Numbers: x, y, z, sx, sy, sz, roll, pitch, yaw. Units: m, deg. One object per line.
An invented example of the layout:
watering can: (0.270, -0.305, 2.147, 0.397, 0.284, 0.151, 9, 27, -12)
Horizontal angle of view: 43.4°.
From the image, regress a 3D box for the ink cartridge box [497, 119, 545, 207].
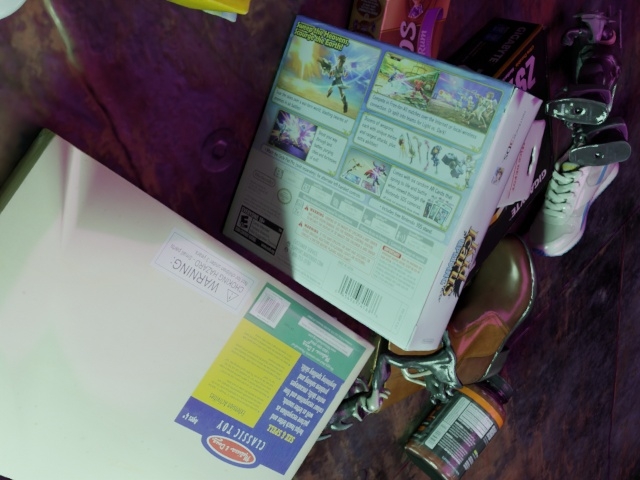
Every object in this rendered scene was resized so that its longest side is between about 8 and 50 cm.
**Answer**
ink cartridge box: (0.182, -0.092, 0.917, 0.180, 0.060, 0.104, -12, 117, -49)

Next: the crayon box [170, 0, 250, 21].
crayon box: (-0.133, -0.293, 0.572, 0.323, 0.083, 0.203, 4, 102, -49)

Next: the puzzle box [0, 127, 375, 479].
puzzle box: (-0.159, 0.121, 0.754, 0.409, 0.052, 0.272, 37, 84, -34)

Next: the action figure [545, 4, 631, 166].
action figure: (0.383, -0.222, 1.139, 0.285, 0.099, 0.185, -63, 141, -51)

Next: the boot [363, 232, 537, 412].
boot: (0.190, 0.119, 1.224, 0.280, 0.096, 0.264, -5, 124, -38)

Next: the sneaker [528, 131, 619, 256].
sneaker: (0.403, -0.077, 1.317, 0.229, 0.087, 0.092, -57, 135, -15)

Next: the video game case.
video game case: (0.043, -0.064, 0.776, 0.061, 0.269, 0.244, 5, 110, -50)

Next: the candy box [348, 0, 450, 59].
candy box: (0.084, -0.236, 0.887, 0.109, 0.053, 0.187, -10, 119, -44)

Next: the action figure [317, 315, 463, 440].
action figure: (0.031, 0.170, 1.016, 0.275, 0.141, 0.164, -15, 165, 4)

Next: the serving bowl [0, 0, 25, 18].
serving bowl: (-0.241, -0.197, 0.577, 0.083, 0.027, 0.083, -27, 131, -36)

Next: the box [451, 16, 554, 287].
box: (0.193, -0.094, 1.048, 0.322, 0.079, 0.257, -47, 138, -26)

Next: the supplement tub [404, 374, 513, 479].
supplement tub: (0.239, 0.309, 1.354, 0.198, 0.106, 0.106, -46, 139, -17)
